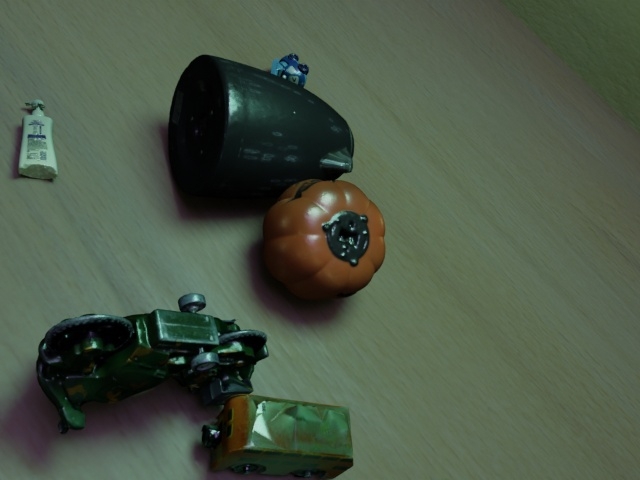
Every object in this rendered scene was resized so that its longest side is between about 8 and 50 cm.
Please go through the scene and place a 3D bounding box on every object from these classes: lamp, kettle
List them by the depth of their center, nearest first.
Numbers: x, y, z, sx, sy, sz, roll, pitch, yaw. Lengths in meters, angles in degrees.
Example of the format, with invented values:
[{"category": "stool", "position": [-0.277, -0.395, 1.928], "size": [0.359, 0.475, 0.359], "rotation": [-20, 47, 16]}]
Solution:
[{"category": "lamp", "position": [0.000, 0.000, 0.841], "size": [0.188, 0.164, 0.187], "rotation": [5, 81, -31]}, {"category": "kettle", "position": [-0.089, -0.181, 0.919], "size": [0.291, 0.207, 0.268], "rotation": [0, 29, -37]}]

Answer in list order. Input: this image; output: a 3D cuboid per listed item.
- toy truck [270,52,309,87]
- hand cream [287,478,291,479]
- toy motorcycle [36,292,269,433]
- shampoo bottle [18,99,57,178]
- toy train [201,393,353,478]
[{"category": "toy truck", "position": [-0.074, -0.334, 1.128], "size": [0.090, 0.056, 0.073], "rotation": [-32, 72, -29]}, {"category": "hand cream", "position": [-0.012, 0.337, 0.674], "size": [0.102, 0.022, 0.035], "rotation": [51, 42, 6]}, {"category": "toy motorcycle", "position": [-0.192, 0.139, 0.630], "size": [0.275, 0.187, 0.124], "rotation": [16, 46, -45]}, {"category": "shampoo bottle", "position": [-0.406, -0.150, 0.798], "size": [0.049, 0.034, 0.141], "rotation": [-2, 57, -24]}, {"category": "toy train", "position": [-0.046, 0.241, 0.671], "size": [0.188, 0.099, 0.072], "rotation": [14, 51, -22]}]
